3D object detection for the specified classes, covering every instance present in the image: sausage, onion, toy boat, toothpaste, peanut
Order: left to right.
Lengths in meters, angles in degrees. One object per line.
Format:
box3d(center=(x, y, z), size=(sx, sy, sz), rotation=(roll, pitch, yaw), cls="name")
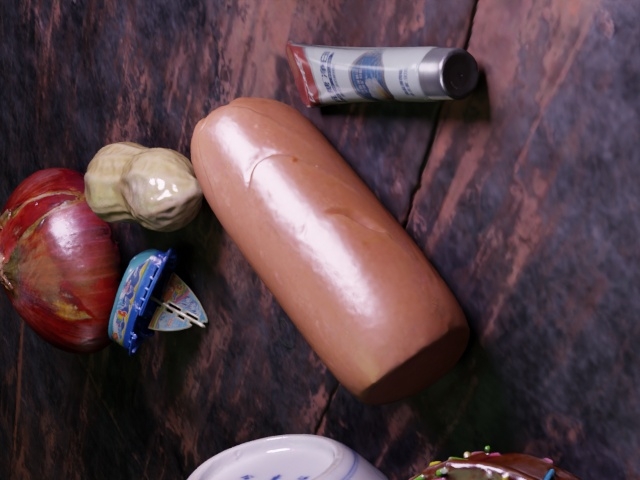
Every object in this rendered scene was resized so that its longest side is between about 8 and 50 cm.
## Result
box3d(center=(-0.335, 0.029, 1.636), size=(0.248, 0.161, 0.248), rotation=(159, 90, -82), cls="onion")
box3d(center=(-0.194, -0.059, 1.386), size=(0.214, 0.098, 0.090), rotation=(10, 106, 55), cls="peanut")
box3d(center=(-0.178, 0.071, 1.476), size=(0.110, 0.091, 0.175), rotation=(26, 136, 5), cls="toy boat")
box3d(center=(0.000, -0.001, 1.068), size=(0.304, 0.121, 0.121), rotation=(53, 147, 28), cls="sausage")
box3d(center=(0.040, -0.131, 1.008), size=(0.239, 0.039, 0.062), rotation=(13, 125, 59), cls="toothpaste")

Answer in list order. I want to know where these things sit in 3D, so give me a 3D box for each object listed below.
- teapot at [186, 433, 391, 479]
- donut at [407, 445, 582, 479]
box3d(center=(-0.019, 0.332, 1.169), size=(0.424, 0.252, 0.280), rotation=(-7, 103, 26), cls="teapot")
box3d(center=(0.150, 0.266, 0.968), size=(0.235, 0.089, 0.235), rotation=(15, 114, 36), cls="donut")
